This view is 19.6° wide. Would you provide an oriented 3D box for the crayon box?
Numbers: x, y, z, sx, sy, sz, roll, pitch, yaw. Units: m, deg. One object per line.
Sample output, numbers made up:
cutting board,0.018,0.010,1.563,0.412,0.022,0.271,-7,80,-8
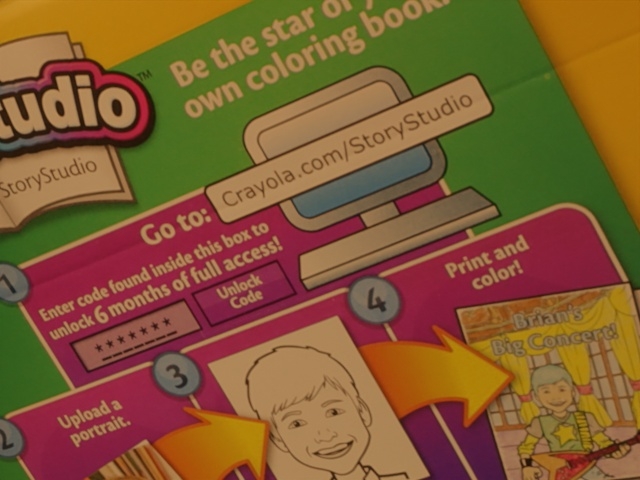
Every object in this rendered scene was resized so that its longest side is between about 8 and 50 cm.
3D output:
crayon box,-0.002,0.015,0.702,0.363,0.313,0.106,-21,18,26
